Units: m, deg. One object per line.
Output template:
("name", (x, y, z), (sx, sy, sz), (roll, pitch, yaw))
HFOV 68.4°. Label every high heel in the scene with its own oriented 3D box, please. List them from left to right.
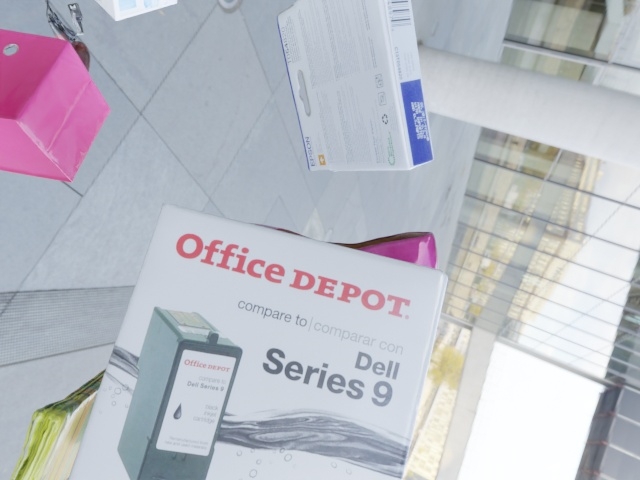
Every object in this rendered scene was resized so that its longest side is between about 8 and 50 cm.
("high heel", (0.000, 0.000, 0.727), (0.127, 0.377, 0.181), (-39, 144, -49))

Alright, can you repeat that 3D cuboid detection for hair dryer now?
("hair dryer", (-0.828, -0.622, 1.531), (0.223, 0.080, 0.293), (-85, 171, -65))

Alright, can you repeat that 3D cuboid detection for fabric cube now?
("fabric cube", (-0.753, -0.340, 1.207), (0.259, 0.254, 0.258), (86, 17, -63))

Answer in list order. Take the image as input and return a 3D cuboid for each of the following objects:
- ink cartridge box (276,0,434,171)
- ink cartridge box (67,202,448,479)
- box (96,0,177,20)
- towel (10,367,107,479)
("ink cartridge box", (0.034, -0.196, 0.577), (0.045, 0.224, 0.223), (-20, 107, -27))
("ink cartridge box", (-0.047, 0.138, 0.348), (0.121, 0.211, 0.289), (61, 43, -78))
("box", (-0.284, -0.446, 0.674), (0.114, 0.103, 0.203), (-36, 163, -29))
("towel", (-0.204, 0.154, 0.443), (0.237, 0.021, 0.102), (-68, -177, -85))
